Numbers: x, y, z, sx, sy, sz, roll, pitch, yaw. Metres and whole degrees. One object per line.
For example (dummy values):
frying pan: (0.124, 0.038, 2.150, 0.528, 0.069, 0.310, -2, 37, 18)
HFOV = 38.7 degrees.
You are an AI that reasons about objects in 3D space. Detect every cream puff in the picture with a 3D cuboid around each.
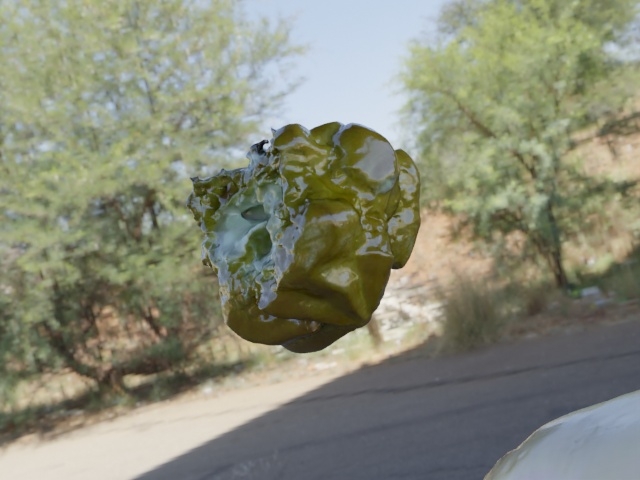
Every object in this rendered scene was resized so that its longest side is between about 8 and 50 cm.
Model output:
cream puff: (0.000, 0.001, 1.168, 0.274, 0.269, 0.323, -11, -6, -37)

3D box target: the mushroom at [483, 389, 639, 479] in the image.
mushroom: (0.249, 0.148, 0.431, 0.356, 0.315, 0.315, -33, 5, -15)
